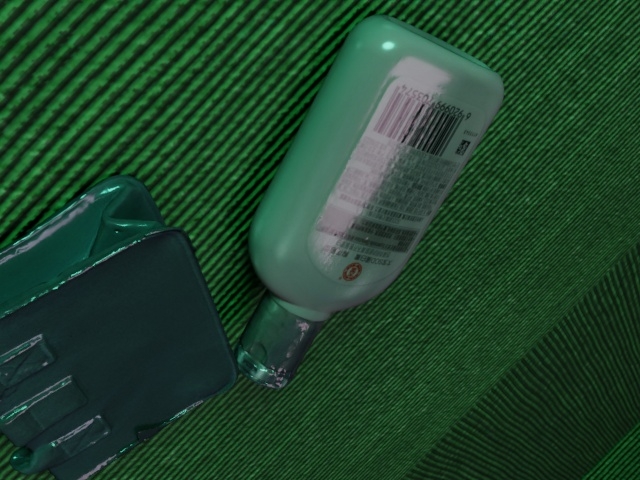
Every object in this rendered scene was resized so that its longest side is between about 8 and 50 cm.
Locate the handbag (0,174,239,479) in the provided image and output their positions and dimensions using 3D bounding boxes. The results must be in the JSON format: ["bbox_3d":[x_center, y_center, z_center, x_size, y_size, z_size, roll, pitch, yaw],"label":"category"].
[{"bbox_3d":[-0.158,0.075,0.602,0.179,0.062,0.229,-32,147,-14],"label":"handbag"}]

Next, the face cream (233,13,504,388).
[{"bbox_3d":[0.020,-0.017,0.659,0.144,0.071,0.291,13,114,-36],"label":"face cream"}]
